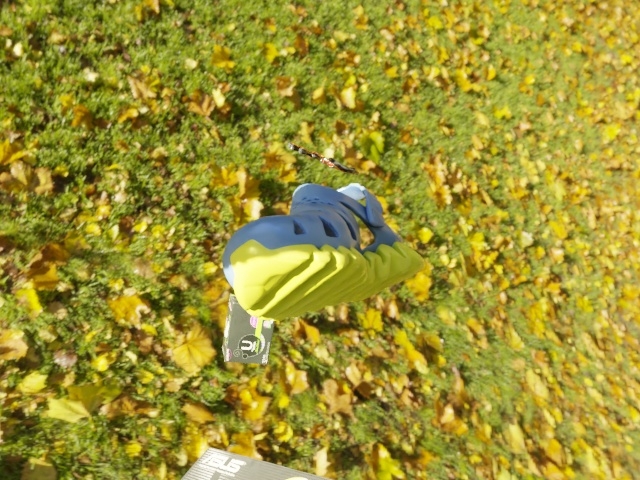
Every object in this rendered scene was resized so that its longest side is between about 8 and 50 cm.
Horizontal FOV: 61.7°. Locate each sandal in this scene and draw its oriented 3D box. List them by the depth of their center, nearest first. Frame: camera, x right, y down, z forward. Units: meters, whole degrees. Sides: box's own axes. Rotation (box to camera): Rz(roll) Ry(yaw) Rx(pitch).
[{"bbox_3d":[0.000,0.000,0.578,0.317,0.126,0.138,3,59,-64],"label":"sandal"}]

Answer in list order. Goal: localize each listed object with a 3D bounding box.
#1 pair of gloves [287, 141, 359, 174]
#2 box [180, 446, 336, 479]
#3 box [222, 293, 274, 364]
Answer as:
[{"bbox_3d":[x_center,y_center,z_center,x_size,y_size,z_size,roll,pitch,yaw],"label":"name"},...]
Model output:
[{"bbox_3d":[0.004,-0.098,0.640,0.074,0.083,0.010,4,112,-62],"label":"pair of gloves"},{"bbox_3d":[-0.116,0.367,0.636,0.216,0.270,0.060,-46,115,-39],"label":"box"},{"bbox_3d":[-0.099,0.122,0.743,0.062,0.052,0.083,7,98,-15],"label":"box"}]
